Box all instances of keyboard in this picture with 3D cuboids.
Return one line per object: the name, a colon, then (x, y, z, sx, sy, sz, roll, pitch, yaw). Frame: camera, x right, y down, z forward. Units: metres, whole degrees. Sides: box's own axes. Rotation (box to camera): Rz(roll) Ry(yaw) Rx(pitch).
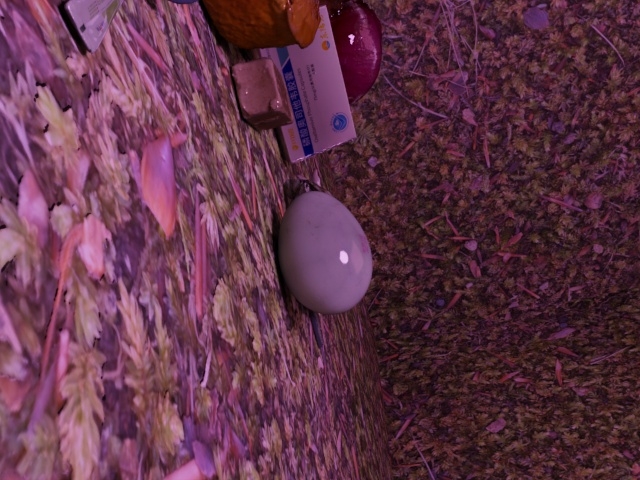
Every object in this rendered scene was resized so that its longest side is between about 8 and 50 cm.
keyboard: (-0.019, 0.170, 1.532, 0.055, 0.014, 0.176, -92, 169, -74)

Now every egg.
egg: (0.005, 0.021, 1.266, 0.183, 0.183, 0.264, 64, 8, -64)

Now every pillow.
pillow: (-0.165, -0.487, 1.407, 0.113, 0.038, 0.203, 59, 19, -70)

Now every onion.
onion: (-0.021, -0.516, 1.740, 0.385, 0.348, 0.347, -34, 117, -46)

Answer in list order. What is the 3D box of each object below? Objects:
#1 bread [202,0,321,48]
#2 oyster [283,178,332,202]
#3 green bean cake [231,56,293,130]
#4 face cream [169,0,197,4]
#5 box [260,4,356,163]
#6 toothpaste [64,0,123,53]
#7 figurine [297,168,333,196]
bread: (-0.120, -0.524, 1.163, 0.358, 0.204, 0.336, -89, 169, -49)
oyster: (-0.002, -0.005, 1.485, 0.162, 0.158, 0.350, 94, -24, -69)
green bean cake: (-0.113, -0.289, 1.274, 0.179, 0.085, 0.109, -17, 93, -85)
face cream: (-0.208, -0.475, 0.838, 0.135, 0.087, 0.385, 64, 10, -65)
box: (-0.040, -0.388, 1.592, 0.065, 0.200, 0.343, 34, -36, 58)
toothpaste: (-0.207, -0.242, 0.618, 0.197, 0.029, 0.048, -90, 166, -50)
figurine: (0.002, -0.068, 1.689, 0.155, 0.127, 0.235, 46, 24, -42)
